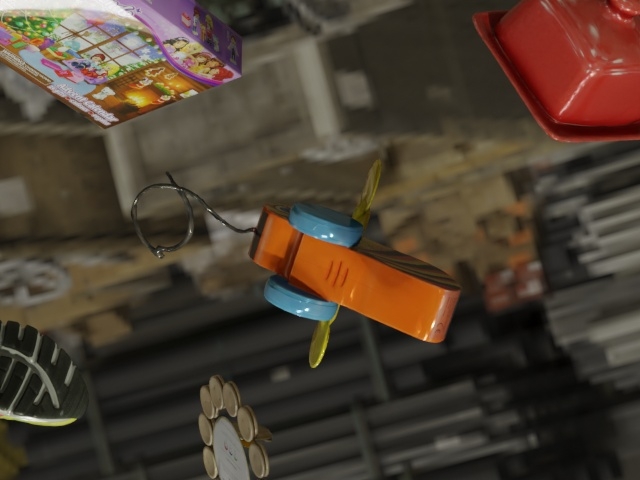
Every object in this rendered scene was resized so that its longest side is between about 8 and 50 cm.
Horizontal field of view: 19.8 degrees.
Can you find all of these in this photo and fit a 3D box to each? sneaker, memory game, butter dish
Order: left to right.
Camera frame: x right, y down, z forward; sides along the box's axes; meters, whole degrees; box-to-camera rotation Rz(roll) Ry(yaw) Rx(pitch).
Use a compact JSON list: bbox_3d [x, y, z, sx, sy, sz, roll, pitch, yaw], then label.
[{"bbox_3d":[-0.295,0.117,1.565,0.208,0.081,0.094,16,146,7],"label":"sneaker"},{"bbox_3d":[-0.088,0.230,1.918,0.012,0.186,0.186,-12,173,-23],"label":"memory game"},{"bbox_3d":[0.241,-0.175,1.610,0.160,0.160,0.118,-5,142,-37],"label":"butter dish"}]

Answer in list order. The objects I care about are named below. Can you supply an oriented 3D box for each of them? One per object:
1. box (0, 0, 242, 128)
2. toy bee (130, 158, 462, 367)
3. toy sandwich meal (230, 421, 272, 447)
[{"bbox_3d":[-0.249,-0.230,1.967,0.201,0.057,0.293,-18,147,30],"label":"box"},{"bbox_3d":[0.000,0.000,1.733,0.195,0.298,0.162,-50,174,15],"label":"toy bee"},{"bbox_3d":[-0.103,0.252,2.344,0.085,0.029,0.085,7,-175,-1],"label":"toy sandwich meal"}]
